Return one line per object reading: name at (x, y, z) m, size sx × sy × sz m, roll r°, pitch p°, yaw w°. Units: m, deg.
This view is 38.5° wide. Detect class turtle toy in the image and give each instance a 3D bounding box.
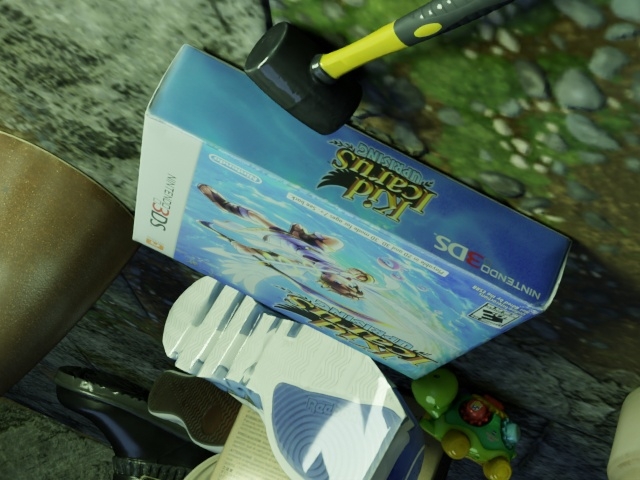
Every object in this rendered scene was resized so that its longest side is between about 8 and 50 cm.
turtle toy at (0.140, 0.173, 0.886) m, size 0.130 × 0.066 × 0.095 m, roll 33°, pitch -179°, yaw -11°

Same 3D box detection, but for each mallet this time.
mallet at (0.042, -0.093, 0.446) m, size 0.190 × 0.039 × 0.062 m, roll -6°, pitch 143°, yaw 46°

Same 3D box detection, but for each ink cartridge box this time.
ink cartridge box at (0.015, 0.249, 1.021) m, size 0.235 × 0.193 × 0.088 m, roll 17°, pitch 159°, yaw 22°

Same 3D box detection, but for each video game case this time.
video game case at (0.000, 0.000, 0.659) m, size 0.270 × 0.061 × 0.244 m, roll 27°, pitch 159°, yaw -3°

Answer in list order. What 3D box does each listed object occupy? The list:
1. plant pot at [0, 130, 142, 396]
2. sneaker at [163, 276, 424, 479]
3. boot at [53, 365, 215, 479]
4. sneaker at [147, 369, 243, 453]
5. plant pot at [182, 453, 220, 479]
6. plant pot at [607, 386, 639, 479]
plant pot at (-0.319, 0.046, 0.876) m, size 0.215 × 0.230 × 0.215 m, roll 22°, pitch 158°, yaw 9°
sneaker at (0.001, 0.148, 0.891) m, size 0.315 × 0.127 × 0.182 m, roll 31°, pitch 177°, yaw 44°
boot at (-0.360, 0.399, 1.640) m, size 0.348 × 0.260 × 0.131 m, roll 28°, pitch 175°, yaw -8°
sneaker at (-0.139, 0.252, 1.339) m, size 0.123 × 0.105 × 0.290 m, roll 31°, pitch 168°, yaw -30°
plant pot at (-0.065, 0.458, 1.470) m, size 0.334 × 0.333 × 0.305 m, roll 28°, pitch 147°, yaw -5°
plant pot at (0.341, 0.292, 0.659) m, size 0.323 × 0.280 × 0.323 m, roll 22°, pitch 157°, yaw 10°
